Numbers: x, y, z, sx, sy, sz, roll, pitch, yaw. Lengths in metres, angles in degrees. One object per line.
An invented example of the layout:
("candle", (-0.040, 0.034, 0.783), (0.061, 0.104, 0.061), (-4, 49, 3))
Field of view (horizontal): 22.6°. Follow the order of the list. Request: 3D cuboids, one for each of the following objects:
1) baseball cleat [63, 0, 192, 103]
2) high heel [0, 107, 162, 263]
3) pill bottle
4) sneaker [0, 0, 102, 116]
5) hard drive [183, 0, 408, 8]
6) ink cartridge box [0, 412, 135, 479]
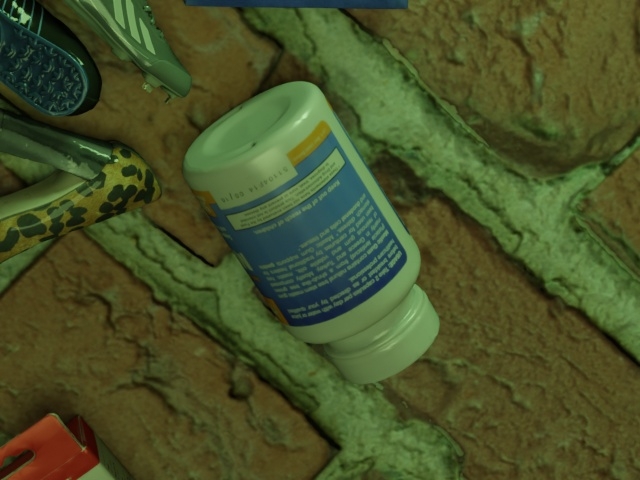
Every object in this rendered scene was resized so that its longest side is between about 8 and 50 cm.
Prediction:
("baseball cleat", (-0.172, -0.221, 1.440), (0.206, 0.072, 0.109), (42, 90, -25))
("high heel", (-0.270, 0.013, 1.501), (0.186, 0.093, 0.261), (18, 112, -31))
("pill bottle", (0.000, 0.000, 1.510), (0.152, 0.152, 0.272), (-32, 112, 1))
("sneaker", (-0.290, -0.194, 1.426), (0.232, 0.090, 0.081), (44, 97, 0))
("hard drive", (-0.015, -0.369, 1.435), (0.210, 0.040, 0.319), (-1, 110, -11))
("ink cartridge box", (-0.249, 0.273, 1.594), (0.134, 0.078, 0.231), (-35, 112, 1))
